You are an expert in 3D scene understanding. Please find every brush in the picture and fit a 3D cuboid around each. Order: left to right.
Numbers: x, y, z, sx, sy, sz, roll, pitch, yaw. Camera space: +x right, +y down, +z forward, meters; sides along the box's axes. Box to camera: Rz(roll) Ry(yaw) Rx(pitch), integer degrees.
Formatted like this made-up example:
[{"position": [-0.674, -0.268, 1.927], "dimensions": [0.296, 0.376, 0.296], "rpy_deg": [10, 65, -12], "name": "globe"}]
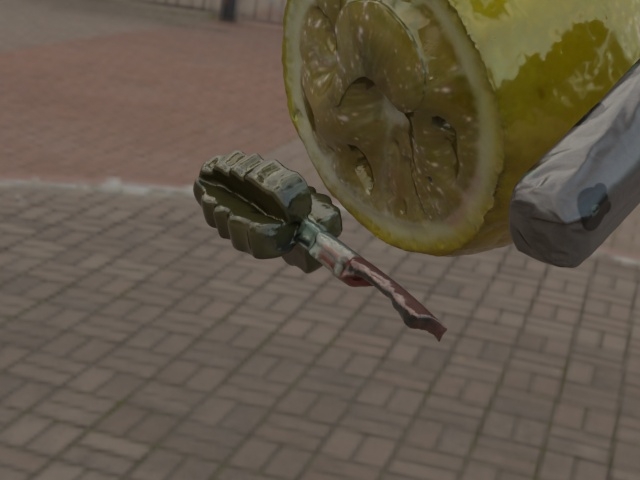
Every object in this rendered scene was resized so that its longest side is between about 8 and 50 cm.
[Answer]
[{"position": [0.000, 0.000, 0.814], "dimensions": [0.084, 0.071, 0.301], "rpy_deg": [21, 7, -31], "name": "brush"}]

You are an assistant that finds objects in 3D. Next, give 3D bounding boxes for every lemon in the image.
[{"position": [0.163, -0.174, 1.125], "dimensions": [0.364, 0.364, 0.364], "rpy_deg": [8, 17, -2], "name": "lemon"}]

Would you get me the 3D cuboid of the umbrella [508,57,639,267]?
[{"position": [0.252, -0.105, 0.855], "dimensions": [0.067, 0.073, 0.337], "rpy_deg": [35, 63, 24], "name": "umbrella"}]
